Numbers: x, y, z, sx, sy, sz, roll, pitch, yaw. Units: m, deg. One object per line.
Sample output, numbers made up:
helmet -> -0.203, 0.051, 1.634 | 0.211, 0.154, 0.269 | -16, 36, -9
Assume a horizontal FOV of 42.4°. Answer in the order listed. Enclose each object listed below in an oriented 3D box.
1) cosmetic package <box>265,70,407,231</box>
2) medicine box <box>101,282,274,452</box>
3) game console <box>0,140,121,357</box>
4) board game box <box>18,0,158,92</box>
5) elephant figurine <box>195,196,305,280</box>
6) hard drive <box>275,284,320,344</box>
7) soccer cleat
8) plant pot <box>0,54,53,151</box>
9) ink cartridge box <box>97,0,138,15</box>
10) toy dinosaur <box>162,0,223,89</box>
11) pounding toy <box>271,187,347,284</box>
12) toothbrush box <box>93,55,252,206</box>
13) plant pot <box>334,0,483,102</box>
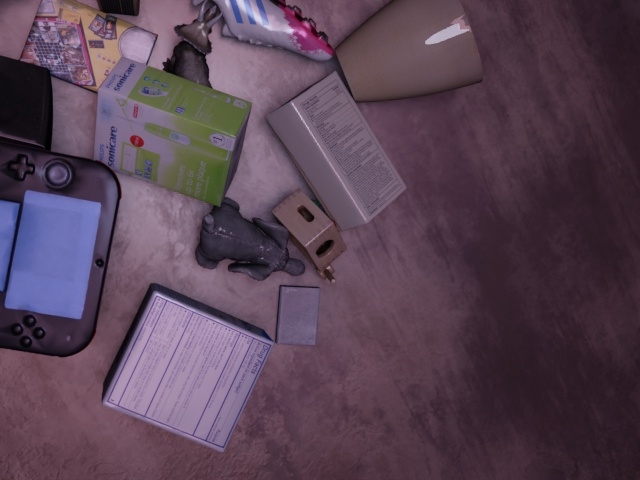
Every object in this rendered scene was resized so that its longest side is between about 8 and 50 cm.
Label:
cosmetic package -> 0.037, -0.193, 1.817 | 0.160, 0.113, 0.310 | -40, 102, -34
medicine box -> -0.288, 0.272, 1.796 | 0.289, 0.149, 0.264 | 25, 89, -14
game console -> -0.576, 0.014, 1.573 | 0.341, 0.060, 0.387 | 11, 90, -15
board game box -> -0.487, -0.404, 1.742 | 0.243, 0.042, 0.165 | 21, 90, -14
elephant figurine -> -0.137, 0.013, 1.785 | 0.239, 0.186, 0.169 | 23, 125, -2
hard drive -> -0.052, 0.172, 1.904 | 0.094, 0.022, 0.135 | 4, 94, -13
soccer cleat -> -0.128, -0.473, 1.794 | 0.331, 0.116, 0.143 | 36, 108, -14
plant pot -> -0.628, -0.269, 1.661 | 0.188, 0.187, 0.167 | 13, 79, -13
ink cartridge box -> -0.401, -0.589, 1.666 | 0.088, 0.193, 0.235 | 5, 95, -13
toy dinosaur -> -0.268, -0.334, 1.737 | 0.120, 0.160, 0.314 | -2, 95, -12
pounding toy -> 0.007, 0.008, 1.833 | 0.094, 0.206, 0.181 | -40, 59, -6
toothbrush box -> -0.304, -0.218, 1.682 | 0.283, 0.206, 0.122 | 21, 47, -1
plant pot -> 0.179, -0.415, 1.805 | 0.273, 0.256, 0.257 | -21, 100, 6
